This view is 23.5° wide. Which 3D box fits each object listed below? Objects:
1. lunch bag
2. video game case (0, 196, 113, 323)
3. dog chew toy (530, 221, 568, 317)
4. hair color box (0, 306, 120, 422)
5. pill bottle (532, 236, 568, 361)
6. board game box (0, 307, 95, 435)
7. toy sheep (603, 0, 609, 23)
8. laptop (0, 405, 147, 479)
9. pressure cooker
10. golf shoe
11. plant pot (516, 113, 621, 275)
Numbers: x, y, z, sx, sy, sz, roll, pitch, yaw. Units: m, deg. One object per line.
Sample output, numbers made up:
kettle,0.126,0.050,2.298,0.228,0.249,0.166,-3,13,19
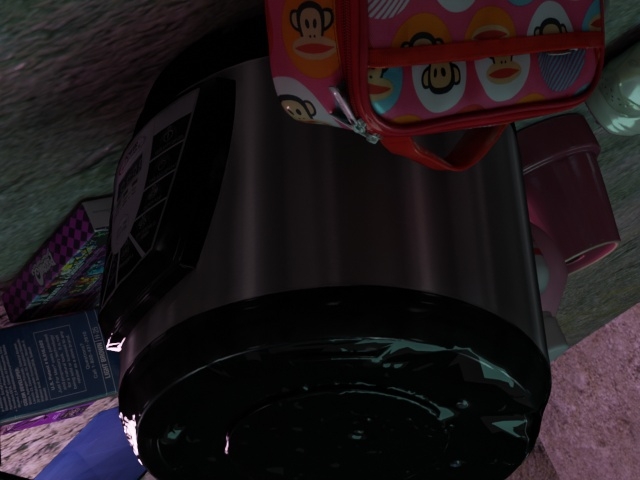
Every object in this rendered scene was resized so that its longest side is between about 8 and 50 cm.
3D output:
lunch bag,0.088,-0.177,1.126,0.120,0.258,0.293,10,-164,44
video game case,-0.216,0.011,1.708,0.210,0.041,0.232,-13,161,-39
dog chew toy,0.141,0.041,1.965,0.332,0.206,0.206,19,167,8
hair color box,-0.402,0.165,1.710,0.347,0.105,0.174,-13,175,-30
pill bottle,0.155,0.013,1.779,0.176,0.318,0.176,-25,166,-7
board game box,-0.332,0.172,2.075,0.208,0.056,0.347,-16,163,-45
toy sheep,0.248,-0.237,1.536,0.091,0.091,0.132,-23,162,-10
laptop,-0.385,0.250,1.985,0.408,0.236,0.382,22,152,-31
pressure cooker,0.004,0.003,1.370,0.370,0.420,0.375,-8,145,10
golf shoe,0.476,-0.215,1.939,0.306,0.115,0.140,-18,160,-32
plant pot,0.313,-0.047,2.111,0.201,0.180,0.201,-24,166,-6
